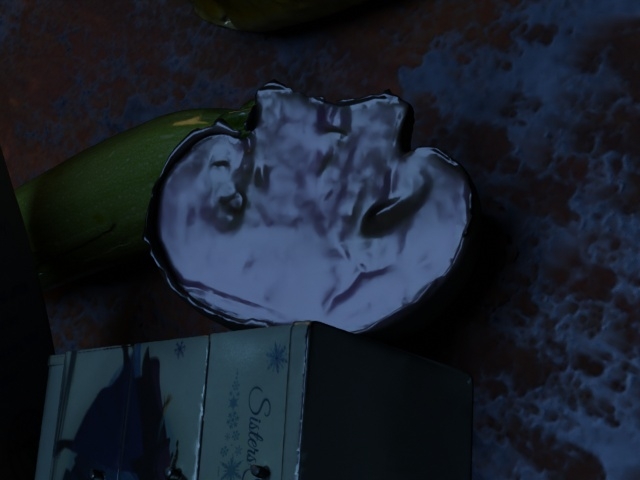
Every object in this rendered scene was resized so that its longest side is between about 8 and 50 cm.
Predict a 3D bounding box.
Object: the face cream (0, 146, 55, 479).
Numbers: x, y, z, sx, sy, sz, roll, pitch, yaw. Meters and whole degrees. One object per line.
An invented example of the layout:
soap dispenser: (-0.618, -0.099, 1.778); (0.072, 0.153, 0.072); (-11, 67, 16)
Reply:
face cream: (-0.218, 0.099, 0.736); (0.137, 0.235, 0.420); (-11, 98, 15)

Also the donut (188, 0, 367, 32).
donut: (-0.031, -0.299, 0.804); (0.330, 0.160, 0.330); (-18, 64, 43)

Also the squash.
squash: (-0.127, -0.030, 0.835); (0.341, 0.094, 0.095); (-22, 62, 35)

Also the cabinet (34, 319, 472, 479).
cabinet: (-0.045, 0.137, 0.667); (0.206, 0.150, 0.145); (-10, 69, 38)

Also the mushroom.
mushroom: (0.000, 0.000, 0.693); (0.188, 0.117, 0.141); (9, 65, 17)
